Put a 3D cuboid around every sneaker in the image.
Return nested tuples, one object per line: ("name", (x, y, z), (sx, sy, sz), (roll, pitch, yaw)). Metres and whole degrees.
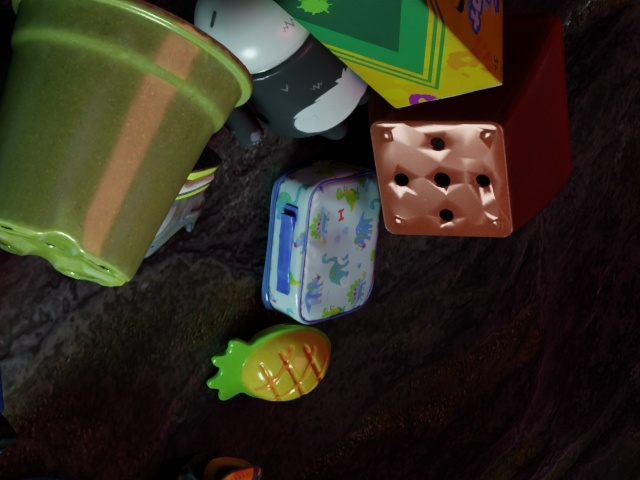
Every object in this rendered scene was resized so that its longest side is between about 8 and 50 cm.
("sneaker", (-0.241, -0.027, 1.784), (0.300, 0.111, 0.121), (-19, 128, -41))
("sneaker", (-0.118, 0.403, 2.105), (0.321, 0.125, 0.180), (52, 51, -61))

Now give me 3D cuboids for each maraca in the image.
("maraca", (-0.069, 0.172, 2.090), (0.186, 0.099, 0.127), (-5, 123, -27))

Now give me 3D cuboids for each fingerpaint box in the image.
("fingerpaint box", (0.082, -0.445, 1.823), (0.371, 0.163, 0.444), (35, 51, -52))

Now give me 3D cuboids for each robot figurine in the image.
("robot figurine", (-0.045, -0.240, 1.886), (0.278, 0.174, 0.209), (47, 33, -50))

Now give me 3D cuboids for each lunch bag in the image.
("lunch bag", (0.000, 0.000, 2.105), (0.176, 0.090, 0.219), (-16, 117, -48))

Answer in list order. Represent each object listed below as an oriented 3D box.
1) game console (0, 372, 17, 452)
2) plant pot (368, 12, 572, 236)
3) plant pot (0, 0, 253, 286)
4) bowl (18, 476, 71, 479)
("game console", (-0.463, 0.171, 1.532), (0.250, 0.173, 0.293), (-43, 160, 15))
("plant pot", (0.192, -0.143, 2.081), (0.235, 0.267, 0.267), (-62, 149, -52))
("plant pot", (-0.240, -0.098, 1.583), (0.276, 0.276, 0.254), (37, 67, -51))
("bowl", (-0.372, 0.475, 1.852), (0.391, 0.077, 0.391), (-25, 124, -44))
